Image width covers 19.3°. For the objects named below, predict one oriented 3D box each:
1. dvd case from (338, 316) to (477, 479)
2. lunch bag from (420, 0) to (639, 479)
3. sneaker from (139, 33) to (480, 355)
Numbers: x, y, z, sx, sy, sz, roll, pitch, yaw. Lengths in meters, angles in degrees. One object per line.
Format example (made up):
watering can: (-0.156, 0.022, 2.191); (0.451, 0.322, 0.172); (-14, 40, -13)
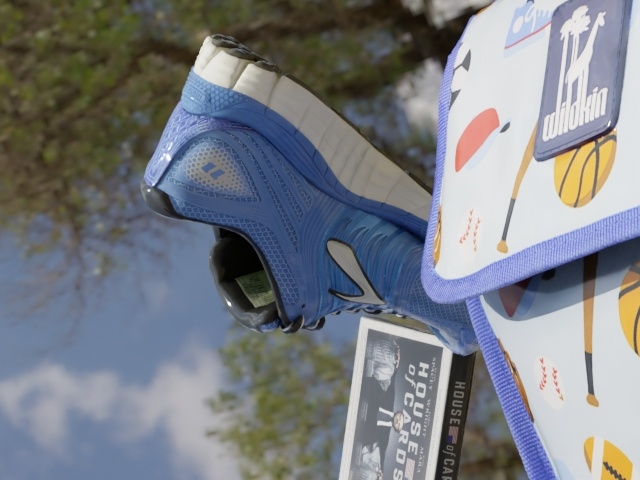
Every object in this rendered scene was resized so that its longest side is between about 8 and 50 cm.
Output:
dvd case: (0.077, 0.170, 1.766); (0.029, 0.238, 0.179); (8, -90, -18)
lunch bag: (0.226, 0.004, 0.946); (0.239, 0.328, 0.385); (-17, -95, -32)
sneaker: (0.000, 0.000, 1.260); (0.330, 0.147, 0.130); (36, -178, -39)
